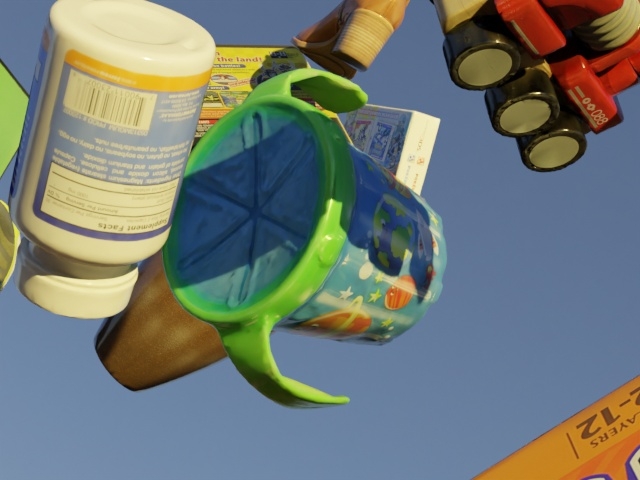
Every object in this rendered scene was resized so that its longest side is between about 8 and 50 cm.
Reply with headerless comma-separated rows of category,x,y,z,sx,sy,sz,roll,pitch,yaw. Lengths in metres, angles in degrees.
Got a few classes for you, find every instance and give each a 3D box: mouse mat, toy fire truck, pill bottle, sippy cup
mouse mat,-0.363,-0.088,1.606,0.007,0.189,0.152,23,-15,16
toy fire truck,0.236,-0.172,1.223,0.246,0.158,0.217,-26,-37,19
pill bottle,-0.197,-0.072,1.391,0.152,0.152,0.272,15,-64,-5
sippy cup,0.000,0.000,1.532,0.224,0.305,0.240,23,8,-43

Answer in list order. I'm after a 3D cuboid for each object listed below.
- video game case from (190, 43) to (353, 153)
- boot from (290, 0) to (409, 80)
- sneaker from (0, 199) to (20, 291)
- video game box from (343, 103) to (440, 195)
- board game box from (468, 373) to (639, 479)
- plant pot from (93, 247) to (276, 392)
video game case,-0.112,-0.137,1.729,0.275,0.248,0.035,-3,-47,-24
boot,0.049,-0.257,1.689,0.073,0.152,0.197,33,-7,-23
sneaker,-0.541,0.073,2.331,0.111,0.300,0.121,19,12,4
video game box,0.073,-0.085,2.048,0.048,0.187,0.205,12,4,-24
board game box,0.262,0.289,0.755,0.356,0.356,0.356,-34,-67,9
plant pot,-0.202,0.107,2.184,0.230,0.215,0.215,-40,-52,14
